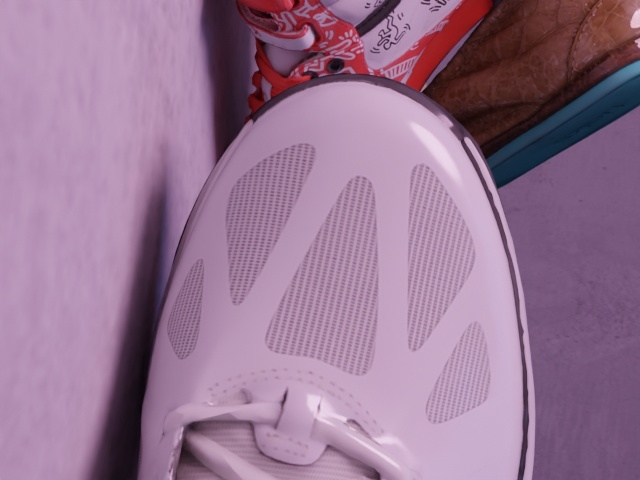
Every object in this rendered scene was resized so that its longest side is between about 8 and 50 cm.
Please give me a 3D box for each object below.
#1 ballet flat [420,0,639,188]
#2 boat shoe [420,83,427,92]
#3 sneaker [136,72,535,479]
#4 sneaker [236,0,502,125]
[{"bbox_3d":[0.050,-0.055,0.706,0.116,0.342,0.124,-8,64,-48],"label":"ballet flat"},{"bbox_3d":[0.026,-0.022,0.843,0.103,0.113,0.302,-42,129,-29],"label":"boat shoe"},{"bbox_3d":[-0.010,0.154,0.394,0.257,0.169,0.447,23,76,-87],"label":"sneaker"},{"bbox_3d":[-0.011,-0.092,0.607,0.270,0.145,0.090,-55,-130,20],"label":"sneaker"}]
